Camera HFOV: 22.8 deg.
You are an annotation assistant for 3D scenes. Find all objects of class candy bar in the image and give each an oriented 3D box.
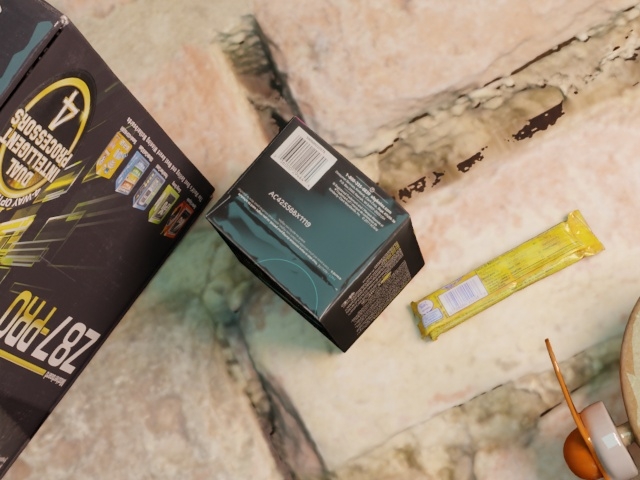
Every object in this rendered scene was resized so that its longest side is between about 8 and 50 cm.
[{"bbox_3d":[0.145,0.029,1.256,0.161,0.018,0.040,-29,71,1],"label":"candy bar"}]

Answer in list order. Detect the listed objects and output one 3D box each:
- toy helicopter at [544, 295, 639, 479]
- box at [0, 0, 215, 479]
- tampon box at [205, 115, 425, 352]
[{"bbox_3d":[0.279,0.188,1.143,0.234,0.140,0.355,0,80,10],"label":"toy helicopter"},{"bbox_3d":[-0.241,0.015,1.119,0.097,0.395,0.318,36,84,16],"label":"box"},{"bbox_3d":[0.000,0.000,1.209,0.120,0.161,0.101,41,85,13],"label":"tampon box"}]
